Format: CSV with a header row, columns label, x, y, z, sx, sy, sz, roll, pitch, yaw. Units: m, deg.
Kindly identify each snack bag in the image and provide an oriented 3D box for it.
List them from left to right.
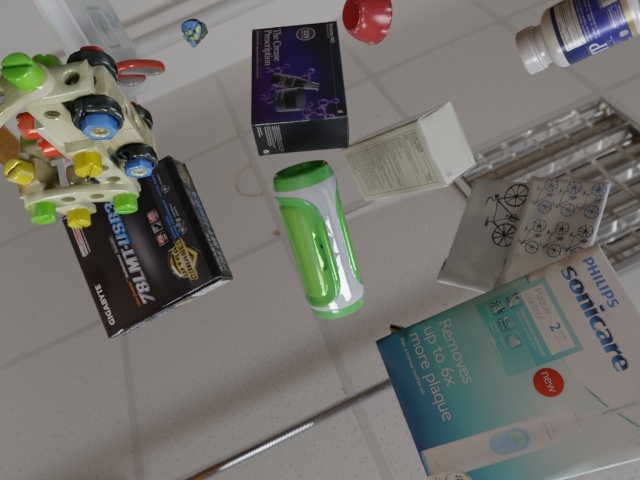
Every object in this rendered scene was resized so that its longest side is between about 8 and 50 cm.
label,x,y,z,sx,sy,sz,roll,pitch,yaw
snack bag,0.477,-0.011,1.152,0.342,0.037,0.323,14,-102,44

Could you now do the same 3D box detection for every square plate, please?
label,x,y,z,sx,sy,sz,roll,pitch,yaw
square plate,-0.557,-0.519,1.176,0.049,0.348,0.344,-21,-154,9

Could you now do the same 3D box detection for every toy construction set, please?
label,x,y,z,sx,sy,sz,roll,pitch,yaw
toy construction set,-0.304,-0.104,0.527,0.214,0.327,0.151,-13,-91,-3

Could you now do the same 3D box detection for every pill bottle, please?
label,x,y,z,sx,sy,sz,roll,pitch,yaw
pill bottle,0.455,-0.377,0.838,0.186,0.112,0.112,-18,-135,40

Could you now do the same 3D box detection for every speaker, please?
label,x,y,z,sx,sy,sz,roll,pitch,yaw
speaker,0.000,0.000,0.929,0.131,0.297,0.131,-14,-160,5

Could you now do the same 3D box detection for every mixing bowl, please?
label,x,y,z,sx,sy,sz,roll,pitch,yaw
mixing bowl,0.134,-0.722,1.517,0.098,0.182,0.181,-18,-134,-33

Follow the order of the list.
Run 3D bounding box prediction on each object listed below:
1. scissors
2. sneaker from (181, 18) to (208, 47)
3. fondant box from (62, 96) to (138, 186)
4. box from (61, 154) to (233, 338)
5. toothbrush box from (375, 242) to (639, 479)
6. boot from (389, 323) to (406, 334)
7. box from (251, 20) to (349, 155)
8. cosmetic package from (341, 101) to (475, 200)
label,x,y,z,sx,sy,sz,roll,pitch,yaw
scissors,-0.418,-0.304,0.843,0.108,0.021,0.297,-9,-173,36
sneaker,-0.414,-0.700,1.568,0.078,0.067,0.188,-50,-163,-4
fondant box,-0.663,-0.313,1.439,0.238,0.096,0.331,-15,-89,4
box,-0.377,0.016,1.023,0.293,0.073,0.296,-26,-100,8
toothbrush box,0.252,0.170,0.585,0.295,0.126,0.217,-28,-112,23
boot,0.205,0.271,1.017,0.076,0.197,0.137,11,-107,60
box,-0.044,-0.311,0.962,0.184,0.103,0.262,-4,-117,-1
cosmetic package,0.197,-0.201,1.137,0.113,0.160,0.309,-33,-165,-26
